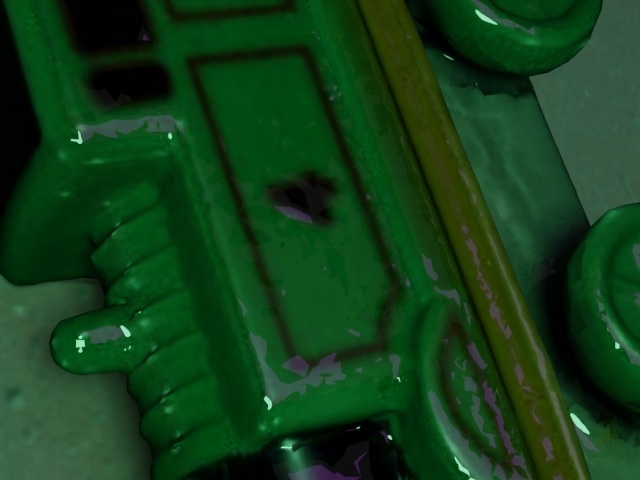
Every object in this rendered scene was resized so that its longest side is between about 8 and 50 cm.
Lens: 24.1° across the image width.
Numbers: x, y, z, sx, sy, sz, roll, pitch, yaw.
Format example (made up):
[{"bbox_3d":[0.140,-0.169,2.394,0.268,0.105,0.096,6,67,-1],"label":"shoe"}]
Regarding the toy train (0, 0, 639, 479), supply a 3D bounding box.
[{"bbox_3d":[0.000,0.000,0.593,0.249,0.178,0.429,-9,68,-27],"label":"toy train"}]
